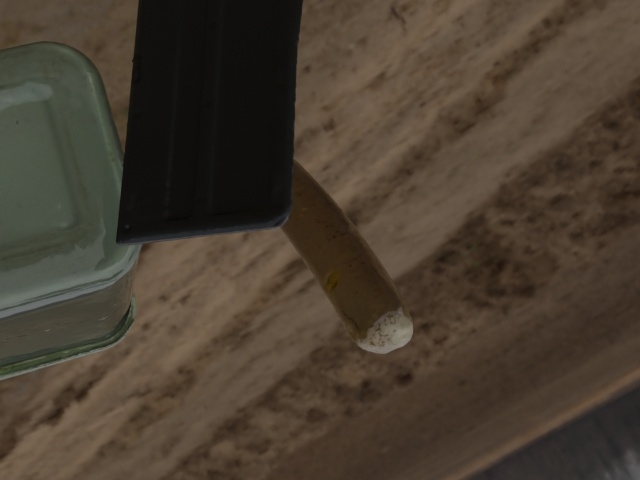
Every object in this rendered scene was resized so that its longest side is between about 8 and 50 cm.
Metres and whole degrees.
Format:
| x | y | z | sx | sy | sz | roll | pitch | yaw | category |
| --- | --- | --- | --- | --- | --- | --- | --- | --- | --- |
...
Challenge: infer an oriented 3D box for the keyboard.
| x | y | z | sx | sy | sz | roll | pitch | yaw | category |
| --- | --- | --- | --- | --- | --- | --- | --- | --- | --- |
| -0.054 | -0.182 | 0.607 | 0.103 | 0.381 | 0.041 | -6 | 165 | 21 | keyboard |

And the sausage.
| x | y | z | sx | sy | sz | roll | pitch | yaw | category |
| --- | --- | --- | --- | --- | --- | --- | --- | --- | --- |
| 0.002 | -0.001 | 1.071 | 0.066 | 0.301 | 0.066 | -16 | 132 | -19 | sausage |

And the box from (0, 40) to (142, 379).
| x | y | z | sx | sy | sz | roll | pitch | yaw | category |
| --- | --- | --- | --- | --- | --- | --- | --- | --- | --- |
| -0.307 | 0.017 | 0.804 | 0.352 | 0.177 | 0.344 | -15 | 172 | -14 | box |
